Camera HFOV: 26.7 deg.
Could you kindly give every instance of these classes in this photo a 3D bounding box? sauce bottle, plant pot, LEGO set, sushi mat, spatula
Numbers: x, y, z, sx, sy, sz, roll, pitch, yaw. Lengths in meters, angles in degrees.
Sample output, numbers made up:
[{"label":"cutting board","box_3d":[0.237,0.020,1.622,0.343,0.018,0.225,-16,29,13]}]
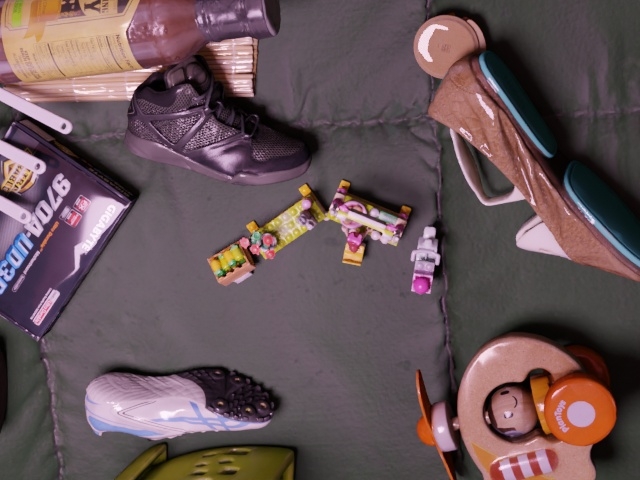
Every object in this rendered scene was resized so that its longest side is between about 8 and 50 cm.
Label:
[{"label":"sauce bottle","box_3d":[-0.218,-0.249,1.550,0.345,0.111,0.111,-5,101,13]},{"label":"plant pot","box_3d":[-0.162,0.380,1.659,0.207,0.227,0.228,7,103,11]},{"label":"LEGO set","box_3d":[0.000,0.000,1.619,0.287,0.107,0.132,1,101,5]},{"label":"sushi mat","box_3d":[-0.233,-0.245,1.638,0.317,0.019,0.151,-1,100,6]},{"label":"spatula","box_3d":[-0.419,-0.126,1.643,0.242,0.019,0.168,27,98,19]}]

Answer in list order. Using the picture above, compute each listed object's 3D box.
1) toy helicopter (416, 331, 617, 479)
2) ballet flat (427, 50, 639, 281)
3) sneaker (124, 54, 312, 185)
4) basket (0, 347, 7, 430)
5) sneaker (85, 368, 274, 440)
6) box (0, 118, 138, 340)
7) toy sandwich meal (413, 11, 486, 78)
[{"label":"toy helicopter","box_3d":[0.213,0.281,1.645,0.235,0.140,0.355,11,105,5]},{"label":"ballet flat","box_3d":[0.251,-0.065,1.590,0.342,0.116,0.124,47,122,-7]},{"label":"sneaker","box_3d":[-0.118,-0.144,1.597,0.228,0.087,0.130,16,129,6]},{"label":"basket","box_3d":[-0.519,0.191,1.689,0.227,0.154,0.204,3,103,1]},{"label":"sneaker","box_3d":[-0.176,0.213,1.701,0.237,0.085,0.086,3,128,1]},{"label":"box","box_3d":[-0.359,-0.014,1.678,0.175,0.051,0.220,36,102,-2]},{"label":"toy sandwich meal","box_3d":[0.152,-0.232,1.600,0.086,0.029,0.085,4,112,9]}]
